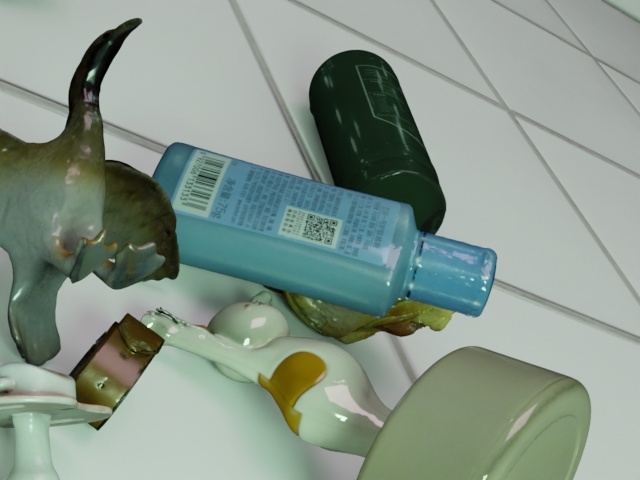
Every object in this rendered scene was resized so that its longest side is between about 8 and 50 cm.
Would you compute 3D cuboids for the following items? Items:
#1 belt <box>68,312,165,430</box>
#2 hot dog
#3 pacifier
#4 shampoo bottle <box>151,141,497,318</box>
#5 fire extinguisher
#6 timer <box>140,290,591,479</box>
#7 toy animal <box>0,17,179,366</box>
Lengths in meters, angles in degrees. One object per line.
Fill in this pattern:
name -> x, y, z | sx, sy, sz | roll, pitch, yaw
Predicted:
belt -> -0.123, 0.074, 0.799 | 0.036, 0.059, 0.083 | 37, 24, -4
hot dog -> 0.020, 0.048, 1.046 | 0.169, 0.061, 0.078 | 19, -10, 7
pacifier -> -0.156, 0.106, 0.709 | 0.099, 0.081, 0.078 | 34, 48, -69
shampoo bottle -> 0.000, 0.000, 0.987 | 0.258, 0.061, 0.104 | 15, 43, 3
fire extinguisher -> 0.046, -0.104, 1.329 | 0.311, 0.095, 0.114 | -105, -179, -52
timer -> 0.017, 0.109, 0.873 | 0.266, 0.175, 0.175 | 29, 18, 27
toy animal -> -0.144, -0.032, 0.822 | 0.272, 0.197, 0.160 | 20, 32, -44
